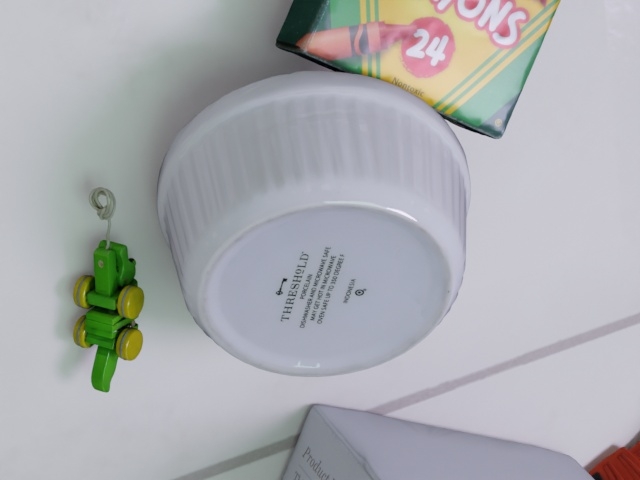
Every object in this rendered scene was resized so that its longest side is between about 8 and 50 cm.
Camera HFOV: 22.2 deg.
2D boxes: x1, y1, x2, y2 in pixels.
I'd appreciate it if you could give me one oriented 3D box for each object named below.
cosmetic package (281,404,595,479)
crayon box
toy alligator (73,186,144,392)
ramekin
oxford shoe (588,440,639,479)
[{"bbox_3d":[0.116,0.419,1.534,0.327,0.329,0.394,15,104,-27],"label":"cosmetic package"},{"bbox_3d":[0.118,-0.270,1.372,0.202,0.081,0.319,21,94,-23],"label":"crayon box"},{"bbox_3d":[-0.177,0.039,1.414,0.051,0.056,0.190,-33,131,-59],"label":"toy alligator"},{"bbox_3d":[0.000,0.000,1.367,0.272,0.127,0.273,-4,136,-4],"label":"ramekin"},{"bbox_3d":[0.396,0.232,1.733,0.271,0.097,0.098,-31,135,-2],"label":"oxford shoe"}]
